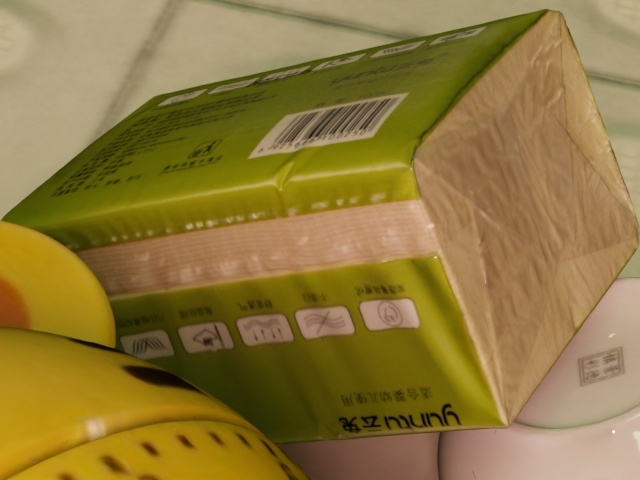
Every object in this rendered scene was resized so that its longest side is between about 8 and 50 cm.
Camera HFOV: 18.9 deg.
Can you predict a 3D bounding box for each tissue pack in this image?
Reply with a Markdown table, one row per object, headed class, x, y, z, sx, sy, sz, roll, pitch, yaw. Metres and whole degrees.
| class | x | y | z | sx | sy | sz | roll | pitch | yaw |
| --- | --- | --- | --- | --- | --- | --- | --- | --- | --- |
| tissue pack | 0.000 | 0.000 | 1.045 | 0.275 | 0.167 | 0.200 | -10 | 22 | 36 |

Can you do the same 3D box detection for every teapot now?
| class | x | y | z | sx | sy | sz | roll | pitch | yaw |
| --- | --- | --- | --- | --- | --- | --- | --- | --- | --- |
| teapot | 0.164 | 0.119 | 1.035 | 0.204 | 0.139 | 0.298 | -10 | 33 | 21 |

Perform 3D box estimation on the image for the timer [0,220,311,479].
| class | x | y | z | sx | sy | sz | roll | pitch | yaw |
| --- | --- | --- | --- | --- | --- | --- | --- | --- | --- |
| timer | -0.161 | 0.172 | 0.697 | 0.376 | 0.376 | 0.387 | -26 | 54 | -39 |
